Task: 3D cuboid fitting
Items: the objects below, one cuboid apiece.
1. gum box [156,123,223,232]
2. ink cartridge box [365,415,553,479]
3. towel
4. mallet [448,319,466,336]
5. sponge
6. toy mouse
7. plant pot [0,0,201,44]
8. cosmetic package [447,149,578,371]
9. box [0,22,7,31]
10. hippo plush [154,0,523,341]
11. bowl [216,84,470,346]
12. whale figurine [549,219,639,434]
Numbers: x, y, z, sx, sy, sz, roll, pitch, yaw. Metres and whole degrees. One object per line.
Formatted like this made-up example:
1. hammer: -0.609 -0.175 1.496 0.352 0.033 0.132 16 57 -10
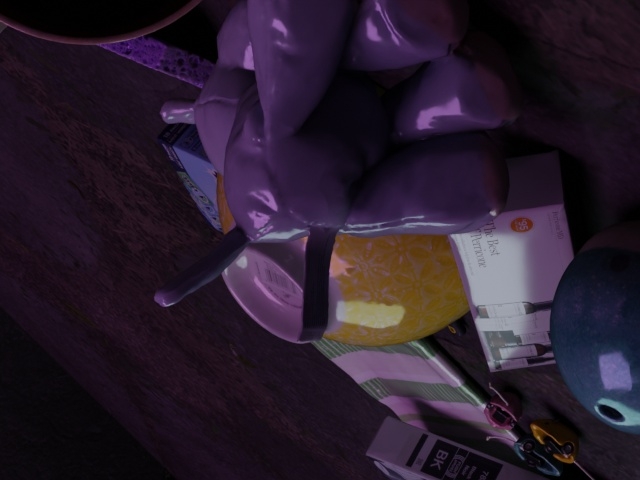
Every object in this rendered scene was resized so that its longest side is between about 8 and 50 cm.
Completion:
1. gum box: -0.075 -0.046 1.721 0.184 0.041 0.157 24 156 36
2. ink cartridge box: 0.224 0.313 1.857 0.332 0.065 0.165 16 156 37
3. towel: 0.096 0.161 1.868 0.325 0.038 0.248 46 159 -17
4. mallet: 0.101 0.039 1.599 0.062 0.039 0.190 27 161 32
5. sponge: -0.188 -0.192 1.546 0.210 0.031 0.117 26 -175 34
6. toy mouse: 0.225 0.207 1.736 0.161 0.031 0.143 45 158 -11
7. plant pot: -0.184 -0.255 1.227 0.237 0.237 0.254 42 174 -7
8. cosmetic package: 0.169 0.024 1.329 0.099 0.060 0.239 -10 144 10
9. box: -0.324 -0.313 1.348 0.094 0.113 0.275 26 157 32
10. hippo plush: 0.009 -0.087 1.224 0.234 0.294 0.236 16 -173 -16
11. bowl: 0.000 0.000 1.438 0.289 0.156 0.289 32 149 23
12. whale figurine: 0.294 0.094 1.193 0.272 0.141 0.216 23 154 35
